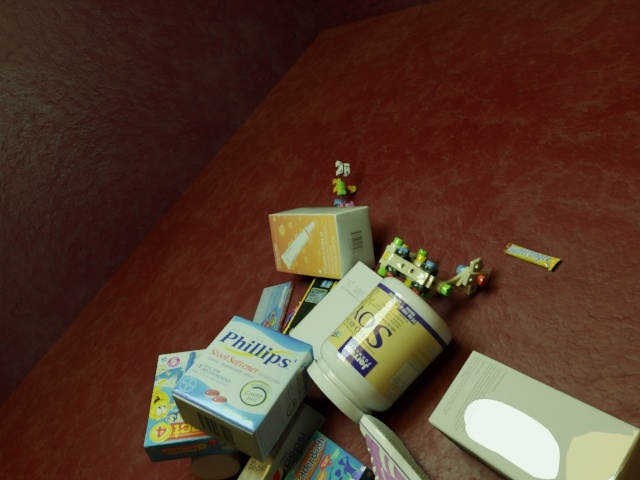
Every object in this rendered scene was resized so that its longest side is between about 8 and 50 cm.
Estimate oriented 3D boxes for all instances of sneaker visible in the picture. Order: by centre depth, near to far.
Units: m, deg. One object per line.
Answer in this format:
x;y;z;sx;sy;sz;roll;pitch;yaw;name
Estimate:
0.143;0.540;1.168;0.161;0.102;0.282;-47;50;6;sneaker

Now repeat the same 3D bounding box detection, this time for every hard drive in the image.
0.066;0.223;1.556;0.319;0.040;0.210;-46;34;-4;hard drive

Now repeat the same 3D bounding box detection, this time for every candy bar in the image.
0.562;0.041;1.395;0.040;0.018;0.161;-49;35;-9;candy bar

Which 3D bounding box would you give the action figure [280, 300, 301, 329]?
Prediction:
-0.098;0.262;1.836;0.038;0.030;0.115;6;55;55;action figure

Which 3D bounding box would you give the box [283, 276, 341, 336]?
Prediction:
0.057;0.240;1.654;0.321;0.079;0.257;4;54;48;box

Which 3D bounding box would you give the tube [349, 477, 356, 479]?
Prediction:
0.066;0.675;1.174;0.062;0.070;0.240;-9;46;48;tube

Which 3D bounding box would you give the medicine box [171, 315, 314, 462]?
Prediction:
-0.193;0.381;1.385;0.263;0.149;0.289;16;45;24;medicine box

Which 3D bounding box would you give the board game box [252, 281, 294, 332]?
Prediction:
-0.188;0.283;1.906;0.145;0.027;0.282;-18;41;36;board game box

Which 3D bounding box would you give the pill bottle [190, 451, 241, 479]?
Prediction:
-0.311;0.542;1.605;0.187;0.188;0.334;-31;36;18;pill bottle

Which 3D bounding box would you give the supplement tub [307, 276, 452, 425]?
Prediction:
0.151;0.285;1.355;0.331;0.241;0.241;-46;33;-4;supplement tub

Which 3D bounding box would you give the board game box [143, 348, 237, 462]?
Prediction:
-0.323;0.455;1.494;0.307;0.086;0.302;-7;39;-3;board game box

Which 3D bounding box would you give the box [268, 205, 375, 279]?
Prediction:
0.000;0.000;1.805;0.168;0.215;0.345;-15;12;-41;box

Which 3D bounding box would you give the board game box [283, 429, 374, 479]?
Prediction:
0.018;0.602;1.321;0.210;0.047;0.160;13;62;52;board game box

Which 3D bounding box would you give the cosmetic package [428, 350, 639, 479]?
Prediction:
0.423;0.394;1.029;0.197;0.155;0.365;-52;35;-11;cosmetic package

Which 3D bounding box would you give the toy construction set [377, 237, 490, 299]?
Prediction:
0.300;0.090;1.472;0.327;0.215;0.151;12;82;46;toy construction set

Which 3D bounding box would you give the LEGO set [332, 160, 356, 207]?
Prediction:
0.105;-0.193;2.069;0.087;0.093;0.228;129;140;-66;LEGO set

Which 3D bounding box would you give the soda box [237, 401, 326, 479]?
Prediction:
-0.110;0.582;1.433;0.091;0.098;0.286;9;60;50;soda box
